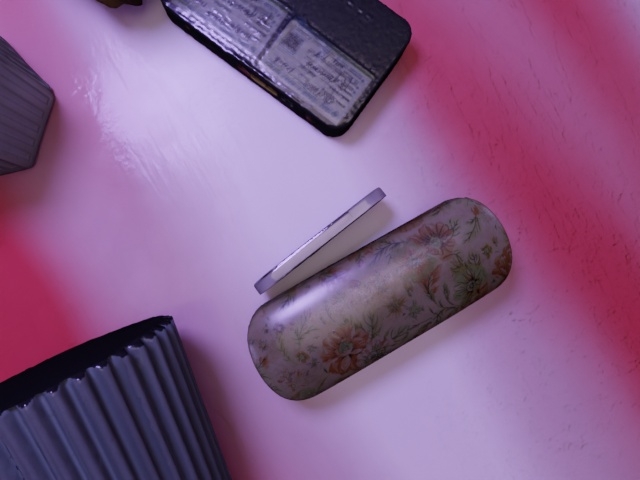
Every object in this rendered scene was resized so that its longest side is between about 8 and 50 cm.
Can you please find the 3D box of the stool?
[{"bbox_3d":[-0.265,0.306,0.539,0.297,0.297,0.330,-22,95,-4],"label":"stool"}]

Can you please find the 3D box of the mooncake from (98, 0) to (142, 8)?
[{"bbox_3d":[-0.266,-0.546,0.579,0.246,0.393,0.394,34,127,-3],"label":"mooncake"}]

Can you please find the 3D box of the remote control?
[{"bbox_3d":[0.000,0.000,0.661,0.245,0.077,0.022,-38,90,-4],"label":"remote control"}]

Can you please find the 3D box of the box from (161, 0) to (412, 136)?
[{"bbox_3d":[-0.051,-0.340,0.675,0.350,0.058,0.211,37,88,-3],"label":"box"}]

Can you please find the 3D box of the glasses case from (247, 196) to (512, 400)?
[{"bbox_3d":[0.091,0.084,0.656,0.425,0.098,0.156,-29,94,-4],"label":"glasses case"}]

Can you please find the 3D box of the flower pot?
[{"bbox_3d":[-0.514,-0.201,0.571,0.209,0.189,0.239,-42,92,-5],"label":"flower pot"}]
